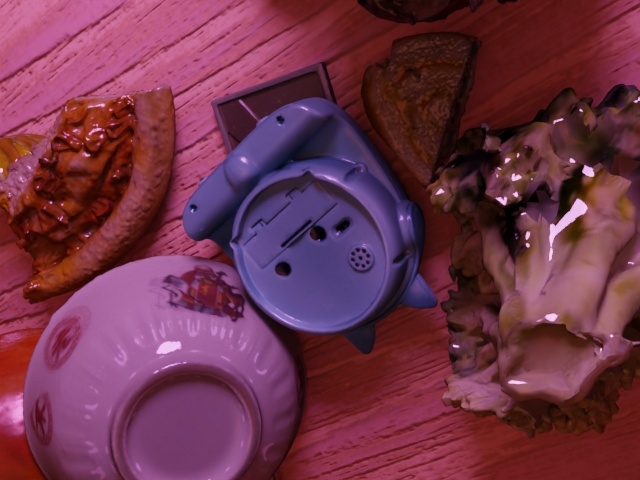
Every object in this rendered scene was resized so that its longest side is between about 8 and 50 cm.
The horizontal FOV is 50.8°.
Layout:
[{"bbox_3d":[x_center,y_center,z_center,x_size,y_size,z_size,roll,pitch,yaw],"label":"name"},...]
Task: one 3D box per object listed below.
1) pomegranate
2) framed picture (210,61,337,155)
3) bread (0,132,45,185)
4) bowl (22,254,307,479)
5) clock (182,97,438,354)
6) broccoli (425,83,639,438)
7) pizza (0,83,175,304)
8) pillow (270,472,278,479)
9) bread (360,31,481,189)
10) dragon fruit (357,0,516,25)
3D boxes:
[{"bbox_3d":[-0.360,0.241,0.891,0.252,0.270,0.229,55,148,32],"label":"pomegranate"},{"bbox_3d":[-0.033,-0.088,0.791,0.150,0.015,0.203,-14,100,23],"label":"framed picture"},{"bbox_3d":[-0.432,-0.091,0.897,0.157,0.094,0.083,-14,104,31],"label":"bread"},{"bbox_3d":[-0.153,0.187,0.741,0.337,0.157,0.337,-1,93,-19],"label":"bowl"},{"bbox_3d":[0.000,0.000,0.744,0.274,0.094,0.223,49,117,3],"label":"clock"},{"bbox_3d":[0.207,0.033,0.590,0.293,0.281,0.348,43,117,2],"label":"broccoli"},{"bbox_3d":[-0.300,-0.060,0.846,0.182,0.074,0.365,38,111,-19],"label":"pizza"},{"bbox_3d":[-0.160,0.356,0.947,0.233,0.043,0.126,0,110,18],"label":"pillow"},{"bbox_3d":[0.091,-0.137,0.684,0.110,0.103,0.156,15,103,10],"label":"bread"},{"bbox_3d":[0.094,-0.342,0.519,0.329,0.329,0.329,5,106,19],"label":"dragon fruit"}]
